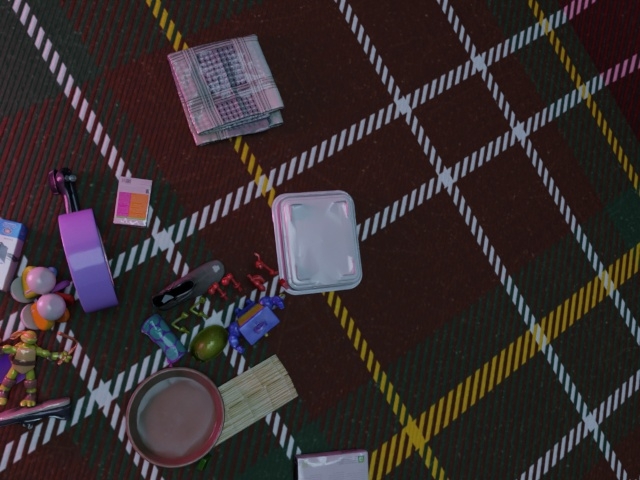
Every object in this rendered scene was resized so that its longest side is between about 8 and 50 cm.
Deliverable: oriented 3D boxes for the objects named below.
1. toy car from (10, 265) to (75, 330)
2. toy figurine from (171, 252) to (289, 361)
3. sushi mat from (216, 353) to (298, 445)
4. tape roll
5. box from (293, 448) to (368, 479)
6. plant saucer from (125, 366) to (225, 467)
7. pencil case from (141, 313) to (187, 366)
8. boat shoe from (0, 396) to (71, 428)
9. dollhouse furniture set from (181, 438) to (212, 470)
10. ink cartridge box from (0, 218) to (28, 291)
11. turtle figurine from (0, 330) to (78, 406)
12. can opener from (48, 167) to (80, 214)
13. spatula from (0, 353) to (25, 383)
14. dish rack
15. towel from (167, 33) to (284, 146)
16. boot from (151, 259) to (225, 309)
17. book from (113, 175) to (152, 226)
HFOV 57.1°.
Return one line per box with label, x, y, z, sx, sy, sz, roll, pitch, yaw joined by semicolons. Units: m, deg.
toy car;-0.754;0.152;1.628;0.136;0.159;0.182;-20;87;-53
toy figurine;-0.231;0.224;1.698;0.362;0.217;0.191;-38;114;-12
sushi mat;-0.233;0.487;1.788;0.316;0.019;0.151;-27;89;-19
tape roll;-0.627;0.055;1.597;0.090;0.275;0.275;-16;87;-18
box;0.036;0.817;1.804;0.232;0.058;0.322;1;81;-17
plant saucer;-0.414;0.506;1.691;0.277;0.041;0.278;3;70;-8
pencil case;-0.460;0.290;1.724;0.152;0.064;0.070;51;56;-4
boat shoe;-0.784;0.483;1.595;0.206;0.075;0.065;-10;96;-21
dollhouse furniture set;-0.396;0.614;1.720;0.151;0.058;0.076;24;83;8
ink cartridge box;-0.909;0.034;1.618;0.139;0.082;0.191;13;77;-14
turtle figurine;-0.813;0.329;1.582;0.269;0.087;0.217;13;95;-37
can opener;-0.731;-0.123;1.715;0.059;0.073;0.186;-20;92;-57
spatula;-0.908;0.264;1.611;0.084;0.030;0.296;-35;93;-23
dish rack;0.000;0.000;1.903;0.285;0.072;0.333;-5;85;-18
towel;-0.297;-0.486;1.889;0.312;0.056;0.324;-19;89;-18
boot;-0.377;0.134;1.720;0.246;0.161;0.083;-32;93;-18
book;-0.564;-0.116;1.769;0.096;0.035;0.144;7;80;-13
